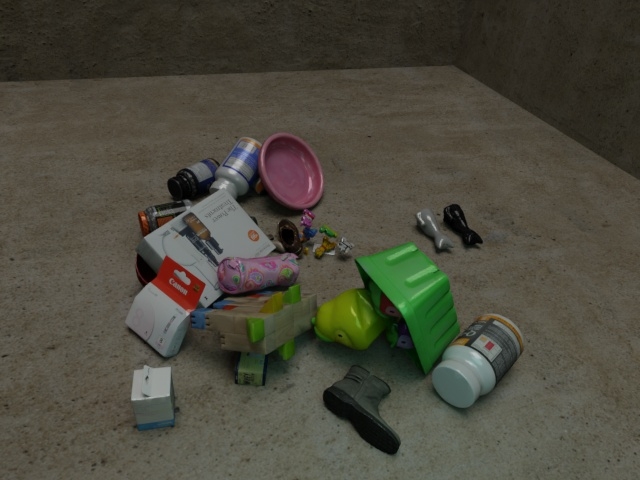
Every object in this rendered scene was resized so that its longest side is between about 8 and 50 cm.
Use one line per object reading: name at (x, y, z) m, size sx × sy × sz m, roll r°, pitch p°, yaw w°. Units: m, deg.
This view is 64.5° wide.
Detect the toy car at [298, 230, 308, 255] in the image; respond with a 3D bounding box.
toy car at (-0.051, 0.003, 1.905) m, size 0.060 × 0.040 × 0.122 m, roll -11°, pitch 40°, yaw -22°

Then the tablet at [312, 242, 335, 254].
tablet at (0.014, 0.032, 1.905) m, size 0.083 × 0.006 × 0.054 m, roll 7°, pitch 37°, yaw 2°

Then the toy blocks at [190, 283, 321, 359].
toy blocks at (-0.189, 0.222, 1.461) m, size 0.261 × 0.190 × 0.381 m, roll 1°, pitch 7°, yaw 28°

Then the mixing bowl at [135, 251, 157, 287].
mixing bowl at (-0.519, 0.098, 1.632) m, size 0.181 × 0.098 × 0.181 m, roll 22°, pitch 51°, yaw -29°

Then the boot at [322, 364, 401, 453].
boot at (0.141, 0.430, 1.343) m, size 0.247 × 0.083 × 0.161 m, roll 33°, pitch 39°, yaw 29°

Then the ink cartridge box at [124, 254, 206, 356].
ink cartridge box at (-0.449, 0.185, 1.456) m, size 0.189 × 0.232 × 0.066 m, roll 30°, pitch 15°, yaw 27°

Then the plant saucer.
plant saucer at (-0.131, -0.278, 2.103) m, size 0.084 × 0.332 × 0.332 m, roll -22°, pitch 13°, yaw 44°

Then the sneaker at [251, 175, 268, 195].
sneaker at (-0.197, -0.287, 2.225) m, size 0.262 × 0.099 × 0.121 m, roll -22°, pitch 41°, yaw -34°

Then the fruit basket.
fruit basket at (0.172, 0.220, 1.430) m, size 0.392 × 0.392 × 0.283 m, roll -13°, pitch 41°, yaw -24°

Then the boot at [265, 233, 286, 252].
boot at (-0.193, 0.023, 1.863) m, size 0.087 × 0.042 × 0.118 m, roll -28°, pitch 51°, yaw -27°

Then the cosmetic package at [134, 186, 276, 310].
cosmetic package at (-0.363, 0.026, 1.669) m, size 0.284 × 0.097 × 0.377 m, roll 50°, pitch 44°, yaw -5°

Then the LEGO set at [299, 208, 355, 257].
LEGO set at (0.000, 0.000, 1.856) m, size 0.227 × 0.087 × 0.093 m, roll 36°, pitch 50°, yaw -2°

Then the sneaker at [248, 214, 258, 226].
sneaker at (-0.351, -0.084, 1.920) m, size 0.272 × 0.108 × 0.100 m, roll 16°, pitch 40°, yaw 15°

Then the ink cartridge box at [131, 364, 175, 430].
ink cartridge box at (-0.412, 0.385, 1.257) m, size 0.090 × 0.143 × 0.092 m, roll -3°, pitch 38°, yaw -13°

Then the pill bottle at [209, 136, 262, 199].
pill bottle at (-0.340, -0.282, 2.096) m, size 0.152 × 0.152 × 0.272 m, roll 21°, pitch 65°, yaw 18°

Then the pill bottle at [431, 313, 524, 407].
pill bottle at (0.446, 0.337, 1.440) m, size 0.162 × 0.162 × 0.278 m, roll 33°, pitch 44°, yaw 31°

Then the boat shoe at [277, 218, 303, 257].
boat shoe at (-0.118, -0.023, 1.887) m, size 0.073 × 0.073 × 0.207 m, roll -35°, pitch 42°, yaw 2°

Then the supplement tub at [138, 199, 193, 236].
supplement tub at (-0.564, -0.079, 1.871) m, size 0.190 × 0.117 × 0.117 m, roll -14°, pitch 42°, yaw -26°

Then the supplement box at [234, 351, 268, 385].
supplement box at (-0.191, 0.351, 1.409) m, size 0.083 × 0.056 × 0.083 m, roll 5°, pitch 36°, yaw -3°

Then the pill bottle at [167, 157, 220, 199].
pill bottle at (-0.518, -0.252, 2.102) m, size 0.123 × 0.122 × 0.219 m, roll 28°, pitch 42°, yaw 26°

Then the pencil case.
pencil case at (-0.190, 0.099, 1.619) m, size 0.124 × 0.124 × 0.284 m, roll 36°, pitch 24°, yaw 33°

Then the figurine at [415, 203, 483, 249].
figurine at (0.508, -0.043, 2.021) m, size 0.215 × 0.092 × 0.209 m, roll -9°, pitch 44°, yaw -19°
